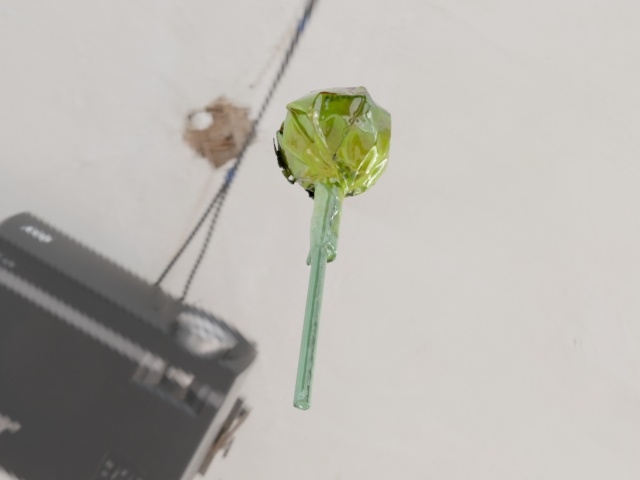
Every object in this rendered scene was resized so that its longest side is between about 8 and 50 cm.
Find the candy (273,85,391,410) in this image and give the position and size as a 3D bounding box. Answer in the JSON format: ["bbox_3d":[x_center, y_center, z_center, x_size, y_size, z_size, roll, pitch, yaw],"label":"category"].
[{"bbox_3d":[0.000,0.000,0.725,0.062,0.194,0.058,-23,-49,32],"label":"candy"}]
